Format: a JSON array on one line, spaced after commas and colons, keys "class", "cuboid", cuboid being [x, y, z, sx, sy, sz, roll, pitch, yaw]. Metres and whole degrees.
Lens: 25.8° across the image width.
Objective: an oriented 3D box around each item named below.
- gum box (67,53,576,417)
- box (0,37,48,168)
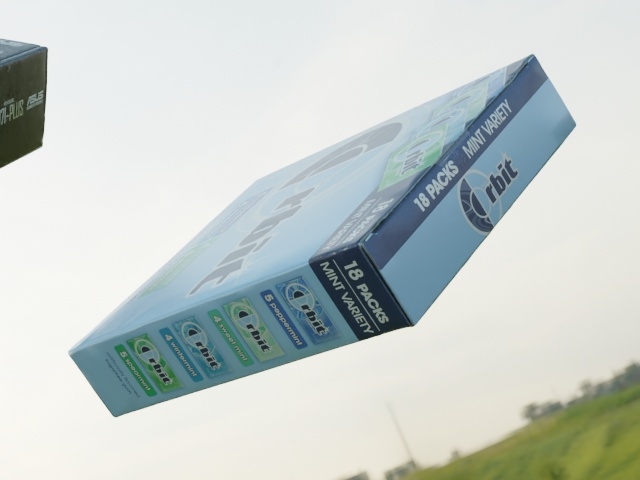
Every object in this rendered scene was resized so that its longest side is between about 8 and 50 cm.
[{"class": "gum box", "cuboid": [0.000, 0.000, 0.603, 0.184, 0.041, 0.157, -22, 16, 43]}, {"class": "box", "cuboid": [-0.298, -0.097, 0.950, 0.180, 0.077, 0.147, 10, 19, 12]}]
